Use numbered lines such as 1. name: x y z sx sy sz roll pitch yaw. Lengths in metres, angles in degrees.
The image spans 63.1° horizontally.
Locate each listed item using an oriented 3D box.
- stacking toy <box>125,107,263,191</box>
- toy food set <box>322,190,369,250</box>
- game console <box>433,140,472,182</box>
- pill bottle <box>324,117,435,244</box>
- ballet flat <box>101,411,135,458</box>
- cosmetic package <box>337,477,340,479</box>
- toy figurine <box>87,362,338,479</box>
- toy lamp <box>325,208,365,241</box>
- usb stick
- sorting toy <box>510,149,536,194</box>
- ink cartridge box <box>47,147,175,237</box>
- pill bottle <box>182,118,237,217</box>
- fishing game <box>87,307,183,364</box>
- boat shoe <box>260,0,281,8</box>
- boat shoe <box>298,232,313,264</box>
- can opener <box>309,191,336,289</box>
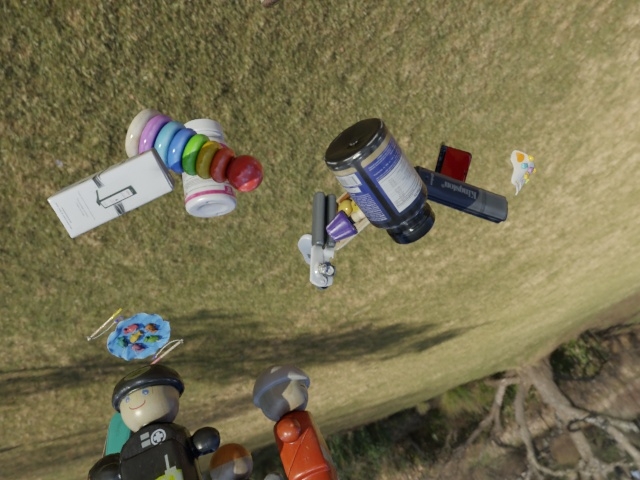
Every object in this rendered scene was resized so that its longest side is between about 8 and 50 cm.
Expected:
1. stacking toy: -0.295 -0.200 1.267 0.141 0.330 0.141 23 90 -83
2. toy food set: 0.097 -0.129 1.977 0.092 0.220 0.306 21 131 -33
3. game console: 0.361 -0.192 1.458 0.124 0.085 0.144 -58 161 -68
4. pill bottle: 0.114 -0.099 0.932 0.123 0.123 0.219 -35 119 8
5. ballet flat: -0.480 0.562 1.251 0.107 0.316 0.106 -7 129 7
6. cosmetic package: -0.018 0.533 0.847 0.284 0.097 0.377 -13 -173 -27
7. toy figurine: -0.108 0.219 0.489 0.213 0.148 0.209 5 131 -35
8. toy lamp: 0.137 -0.092 1.374 0.274 0.080 0.080 -34 153 7
9. usb stick: 0.338 -0.111 1.276 0.278 0.077 0.045 16 164 -16
10. sorting toy: 0.441 -0.143 1.151 0.075 0.045 0.083 -60 140 -18
11. ink cartridge box: -0.393 -0.099 1.004 0.203 0.148 0.086 -28 109 -8
12. pill bottle: -0.363 -0.231 1.664 0.160 0.283 0.160 -10 164 -3
13. fishing game: -0.534 0.293 1.550 0.189 0.041 0.264 -39 137 1
14. boat shoe: -0.061 -0.501 0.944 0.095 0.257 0.095 -17 119 31
15. boat shoe: -0.027 0.018 1.932 0.080 0.076 0.228 10 155 14
16. can opener: 0.000 0.000 1.500 0.074 0.280 0.093 9 168 -28
